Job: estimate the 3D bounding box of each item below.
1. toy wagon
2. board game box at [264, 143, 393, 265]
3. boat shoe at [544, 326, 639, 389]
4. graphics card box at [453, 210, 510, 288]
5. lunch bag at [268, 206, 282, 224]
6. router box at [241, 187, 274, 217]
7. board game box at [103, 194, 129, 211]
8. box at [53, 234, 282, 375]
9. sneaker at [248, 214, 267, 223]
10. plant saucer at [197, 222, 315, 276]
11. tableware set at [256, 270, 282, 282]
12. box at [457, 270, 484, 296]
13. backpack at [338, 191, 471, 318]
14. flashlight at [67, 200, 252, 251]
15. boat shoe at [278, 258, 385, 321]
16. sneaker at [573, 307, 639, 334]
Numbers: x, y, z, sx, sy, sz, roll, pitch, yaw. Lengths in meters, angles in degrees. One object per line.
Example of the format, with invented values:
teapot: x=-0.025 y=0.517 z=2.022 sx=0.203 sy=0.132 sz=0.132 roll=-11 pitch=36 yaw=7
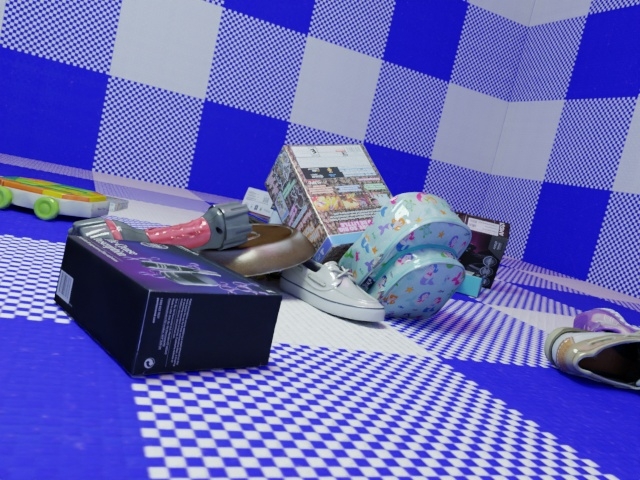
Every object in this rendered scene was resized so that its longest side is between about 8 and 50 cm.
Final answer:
toy wagon: x=-0.730 y=-0.115 z=1.481 sx=0.344 sy=0.068 sz=0.267 roll=13 pitch=6 yaw=2
board game box: x=0.038 y=-0.075 z=1.362 sx=0.232 sy=0.141 sz=0.291 roll=-7 pitch=58 yaw=-33
boat shoe: x=0.561 y=0.217 z=1.019 sx=0.302 sy=0.113 sz=0.103 roll=2 pitch=8 yaw=-2
graphics card box: x=0.413 y=0.011 z=1.915 sx=0.370 sy=0.233 sz=0.094 roll=14 pitch=42 yaw=9
lunch bag: x=0.000 y=0.000 z=1.592 sx=0.303 sy=0.115 sz=0.243 roll=17 pitch=-10 yaw=16
router box: x=-0.059 y=-0.067 z=2.014 sx=0.335 sy=0.082 sz=0.301 roll=18 pitch=-6 yaw=39
board game box: x=-0.674 y=-0.119 z=1.812 sx=0.103 sy=0.026 sz=0.154 roll=12 pitch=6 yaw=-4
box: x=-0.204 y=0.075 z=0.751 sx=0.184 sy=0.103 sz=0.261 roll=10 pitch=6 yaw=-44
sneaker: x=-0.225 y=-0.031 z=1.693 sx=0.130 sy=0.087 sz=0.227 roll=16 pitch=4 yaw=43
plant saucer: x=-0.166 y=0.012 z=1.190 sx=0.310 sy=0.050 sz=0.310 roll=-5 pitch=13 yaw=1
tableware set: x=-0.127 y=0.065 z=1.311 sx=0.104 sy=0.024 sz=0.154 roll=12 pitch=7 yaw=-8
box: x=0.365 y=0.106 z=1.752 sx=0.244 sy=0.060 sz=0.100 roll=15 pitch=7 yaw=20
backpack: x=0.183 y=0.033 z=1.182 sx=0.225 sy=0.254 sz=0.191 roll=9 pitch=32 yaw=-36
flashlight: x=-0.260 y=-0.010 z=0.986 sx=0.304 sy=0.103 sz=0.103 roll=-15 pitch=19 yaw=-36
boat shoe: x=0.023 y=0.085 z=1.136 sx=0.096 sy=0.088 sz=0.267 roll=7 pitch=8 yaw=-41
sneaker: x=0.625 y=0.209 z=1.273 sx=0.104 sy=0.095 sz=0.236 roll=4 pitch=9 yaw=-12
